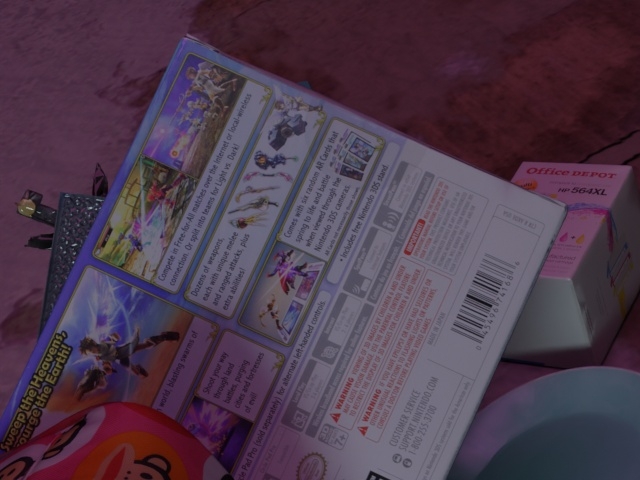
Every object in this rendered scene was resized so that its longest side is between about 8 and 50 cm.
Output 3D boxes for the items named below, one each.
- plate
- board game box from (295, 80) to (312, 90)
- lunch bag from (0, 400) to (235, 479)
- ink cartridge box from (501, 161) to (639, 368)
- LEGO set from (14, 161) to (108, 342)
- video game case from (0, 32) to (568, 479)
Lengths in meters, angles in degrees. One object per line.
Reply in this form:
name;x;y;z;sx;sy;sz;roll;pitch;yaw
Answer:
plate;0.148;0.154;1.074;0.188;0.024;0.188;-25;30;16
board game box;0.000;0.000;1.257;0.047;0.160;0.210;-12;35;-8
lunch bag;-0.134;0.241;0.937;0.293;0.258;0.120;-28;21;28
ink cartridge box;0.174;0.010;1.216;0.092;0.090;0.143;5;43;32
LEGO set;-0.085;0.107;1.106;0.255;0.331;0.192;0;-6;4
video game case;-0.024;0.053;0.979;0.244;0.061;0.269;25;86;4
